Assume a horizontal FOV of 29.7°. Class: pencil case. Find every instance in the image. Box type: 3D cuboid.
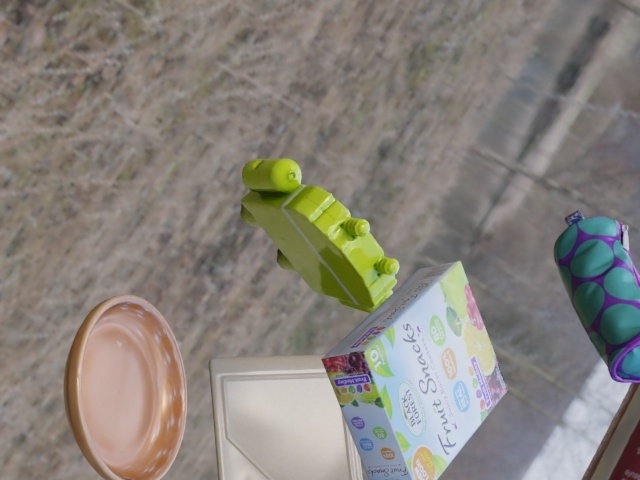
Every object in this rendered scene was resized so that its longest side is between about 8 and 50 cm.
[{"bbox_3d":[0.242,0.045,0.986,0.070,0.064,0.151,-40,-141,22],"label":"pencil case"}]

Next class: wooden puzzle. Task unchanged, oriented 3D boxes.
[{"bbox_3d":[-0.052,0.284,1.777,0.044,0.221,0.238,132,-46,-59],"label":"wooden puzzle"}]

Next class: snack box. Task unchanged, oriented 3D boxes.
[{"bbox_3d":[0.064,0.086,0.771,0.037,0.100,0.141,-14,-167,36],"label":"snack box"}]

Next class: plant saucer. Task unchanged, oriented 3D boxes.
[{"bbox_3d":[-0.205,0.157,1.251,0.200,0.037,0.200,-9,90,-66],"label":"plant saucer"}]

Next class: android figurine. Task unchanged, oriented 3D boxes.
[{"bbox_3d":[0.000,0.000,1.496,0.056,0.248,0.273,-45,-158,-18],"label":"android figurine"}]

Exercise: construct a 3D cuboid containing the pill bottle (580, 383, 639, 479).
[{"bbox_3d":[0.345,0.283,1.136,0.392,0.224,0.224,-60,174,-9],"label":"pill bottle"}]
